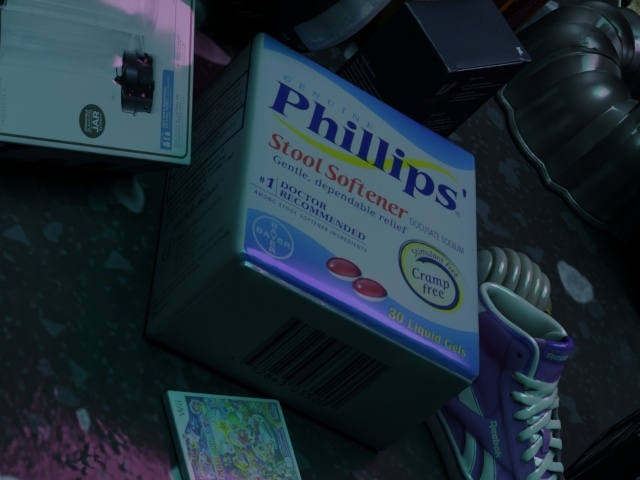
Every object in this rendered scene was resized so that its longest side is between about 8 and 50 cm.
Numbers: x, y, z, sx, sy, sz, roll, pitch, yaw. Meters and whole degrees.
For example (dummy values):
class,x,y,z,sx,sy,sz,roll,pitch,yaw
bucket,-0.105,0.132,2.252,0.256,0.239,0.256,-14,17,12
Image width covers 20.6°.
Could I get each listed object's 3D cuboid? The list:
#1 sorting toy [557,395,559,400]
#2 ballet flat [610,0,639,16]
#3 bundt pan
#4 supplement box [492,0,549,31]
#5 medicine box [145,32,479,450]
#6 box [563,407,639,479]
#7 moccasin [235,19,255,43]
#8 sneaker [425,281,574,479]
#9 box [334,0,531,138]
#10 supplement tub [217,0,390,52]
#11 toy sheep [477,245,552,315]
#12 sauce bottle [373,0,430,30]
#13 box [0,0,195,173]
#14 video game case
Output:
class,x,y,z,sx,sy,sz,roll,pitch,yaw
sorting toy,0.224,0.154,1.813,0.062,0.012,0.083,-3,60,-46
ballet flat,0.434,-0.337,2.409,0.067,0.073,0.206,28,36,-3
bundt pan,0.373,-0.158,2.145,0.330,0.124,0.331,26,43,-27
supplement box,0.214,-0.337,2.087,0.129,0.191,0.194,53,38,7
medicine box,0.000,0.000,1.617,0.263,0.149,0.289,28,42,-25
box,0.321,0.218,1.743,0.077,0.147,0.180,52,38,5
moccasin,-0.042,-0.362,1.918,0.139,0.147,0.380,9,54,-22
sneaker,0.192,0.173,1.647,0.102,0.161,0.282,-16,71,-51
box,0.110,-0.175,1.870,0.156,0.158,0.093,-13,67,-50
supplement tub,-0.076,-0.341,1.587,0.338,0.207,0.207,42,34,-38
toy sheep,0.184,0.049,1.804,0.132,0.091,0.091,26,42,-26
sauce bottle,0.085,-0.332,1.873,0.344,0.111,0.111,70,11,-52
box,-0.248,-0.153,1.503,0.290,0.087,0.169,7,83,-41
video game case,-0.074,0.172,1.505,0.122,0.011,0.087,9,52,-40
